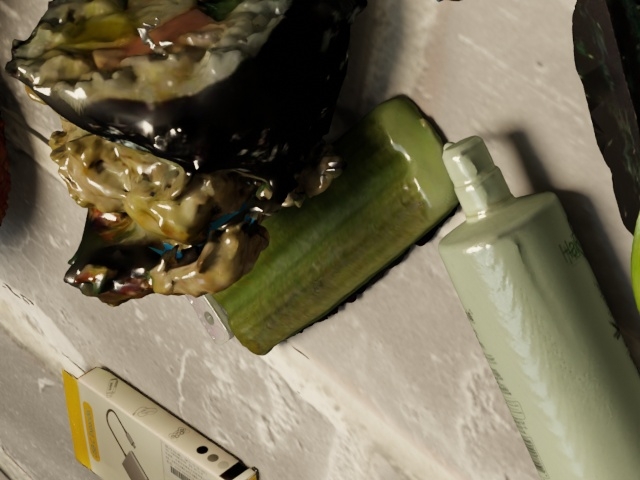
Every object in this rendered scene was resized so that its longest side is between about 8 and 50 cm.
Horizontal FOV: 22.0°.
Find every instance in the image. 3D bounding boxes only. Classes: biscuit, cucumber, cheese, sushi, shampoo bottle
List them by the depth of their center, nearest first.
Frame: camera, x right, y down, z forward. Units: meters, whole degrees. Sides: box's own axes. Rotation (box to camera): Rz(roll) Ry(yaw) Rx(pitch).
[{"bbox_3d":[0.177,-0.077,0.919,0.070,0.046,0.220,13,126,56],"label":"cucumber"},{"bbox_3d":[0.141,0.057,1.024,0.085,0.085,0.262,-14,104,54],"label":"shampoo bottle"},{"bbox_3d":[-0.084,-0.071,1.095,0.225,0.238,0.218,15,121,31],"label":"sushi"},{"bbox_3d":[0.000,0.000,1.198,0.099,0.038,0.322,59,146,5],"label":"biscuit"},{"bbox_3d":[-0.128,0.002,1.355,0.192,0.037,0.097,59,146,1],"label":"cheese"}]

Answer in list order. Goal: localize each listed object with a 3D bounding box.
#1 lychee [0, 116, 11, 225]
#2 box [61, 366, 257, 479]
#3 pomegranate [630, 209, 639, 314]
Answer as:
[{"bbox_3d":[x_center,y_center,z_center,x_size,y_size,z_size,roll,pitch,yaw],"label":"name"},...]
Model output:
[{"bbox_3d":[-0.396,-0.060,1.471,0.261,0.261,0.260,31,137,34],"label":"lychee"},{"bbox_3d":[-0.149,0.212,1.543,0.247,0.033,0.129,30,137,35],"label":"box"},{"bbox_3d":[0.255,0.022,0.809,0.220,0.156,0.156,35,142,3],"label":"pomegranate"}]
